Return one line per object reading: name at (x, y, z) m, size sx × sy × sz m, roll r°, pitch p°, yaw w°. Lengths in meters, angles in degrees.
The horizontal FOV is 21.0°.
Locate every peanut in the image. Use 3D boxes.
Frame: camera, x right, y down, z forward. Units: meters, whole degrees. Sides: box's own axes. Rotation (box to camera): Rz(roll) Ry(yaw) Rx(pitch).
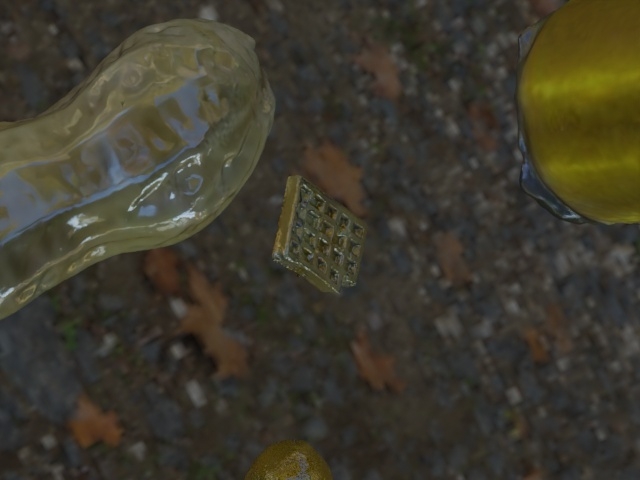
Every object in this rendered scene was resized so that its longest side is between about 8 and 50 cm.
peanut at (-0.164, -0.043, 1.190) m, size 0.313 × 0.149 × 0.149 m, roll -28°, pitch 88°, yaw -18°

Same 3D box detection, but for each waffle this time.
waffle at (0.000, 0.000, 1.667) m, size 0.135 × 0.021 × 0.092 m, roll 36°, pitch 59°, yaw -51°

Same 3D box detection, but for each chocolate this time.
chocolate at (0.295, -0.082, 0.964) m, size 0.162 × 0.445 × 0.162 m, roll 0°, pitch 90°, yaw -31°

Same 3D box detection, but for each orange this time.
orange at (-0.030, 0.230, 1.597) m, size 0.085 × 0.085 × 0.095 m, roll 29°, pitch 60°, yaw -42°
